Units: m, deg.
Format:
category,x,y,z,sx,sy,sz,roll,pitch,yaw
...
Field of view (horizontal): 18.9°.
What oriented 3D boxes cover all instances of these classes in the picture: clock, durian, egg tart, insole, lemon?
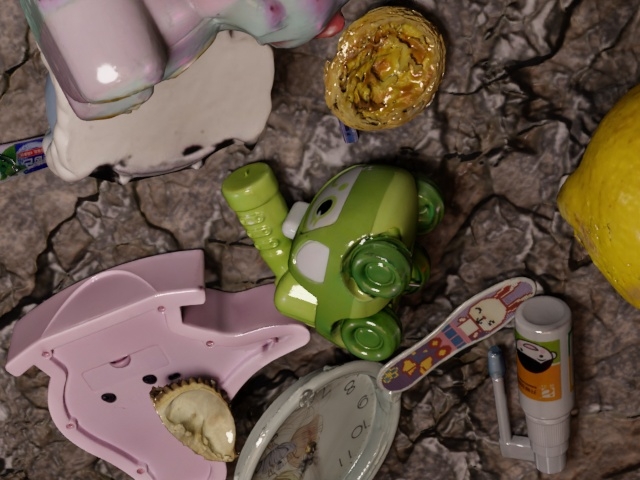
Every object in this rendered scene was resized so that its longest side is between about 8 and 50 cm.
category,x,y,z,sx,sy,sz,roll,pitch,yaw
clock,-0.012,0.217,2.022,0.236,0.053,0.236,-32,141,-30
durian,-0.121,0.175,1.933,0.052,0.066,0.130,-35,130,22
egg tart,0.057,-0.163,1.798,0.128,0.049,0.129,-11,121,-19
insole,0.140,0.098,1.994,0.197,0.004,0.065,-35,134,6
clock,-0.134,0.136,1.992,0.290,0.080,0.275,-24,124,15
lemon,0.376,-0.043,1.785,0.310,0.258,0.258,-7,126,6

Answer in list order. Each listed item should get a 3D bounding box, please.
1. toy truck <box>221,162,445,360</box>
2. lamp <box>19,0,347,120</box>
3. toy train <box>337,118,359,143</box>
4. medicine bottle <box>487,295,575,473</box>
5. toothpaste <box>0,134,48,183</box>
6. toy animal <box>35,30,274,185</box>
category,x,y,z,sx,sy,sz,roll,pitch,yaw
toy truck,0.014,0.015,1.882,0.210,0.148,0.187,5,131,21
lamp,-0.099,-0.247,1.536,0.301,0.247,0.247,-28,88,-10
toy train,0.021,-0.132,1.843,0.017,0.017,0.083,-10,125,11
medicine bottle,0.226,0.158,2.040,0.092,0.061,0.221,6,130,18
toothpaste,-0.258,-0.088,1.856,0.169,0.028,0.045,-14,114,11
toy animal,-0.163,-0.154,1.734,0.208,0.156,0.204,-15,127,-23
